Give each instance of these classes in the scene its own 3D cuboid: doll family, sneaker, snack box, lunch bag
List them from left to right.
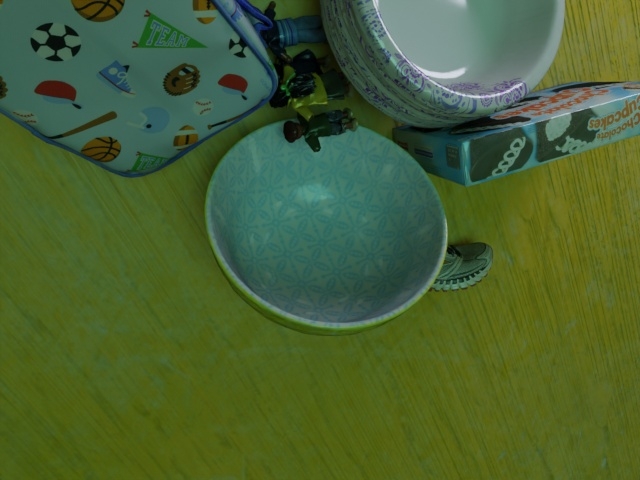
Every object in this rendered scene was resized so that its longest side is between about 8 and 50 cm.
[{"bbox_3d":[-0.183,-0.192,0.465,0.243,0.115,0.303,-31,158,11],"label":"lunch bag"},{"bbox_3d":[-0.028,-0.205,0.605,0.111,0.076,0.193,-15,69,-17],"label":"doll family"},{"bbox_3d":[0.165,0.028,0.750,0.225,0.088,0.093,-8,108,-16],"label":"sneaker"},{"bbox_3d":[0.286,-0.158,0.674,0.321,0.187,0.060,-17,112,-13],"label":"snack box"}]

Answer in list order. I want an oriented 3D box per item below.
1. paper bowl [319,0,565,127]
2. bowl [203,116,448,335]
[{"bbox_3d":[0.133,-0.278,0.585,0.284,0.148,0.284,0,91,-21],"label":"paper bowl"},{"bbox_3d":[0.000,0.000,0.633,0.289,0.290,0.156,-10,154,-15],"label":"bowl"}]
